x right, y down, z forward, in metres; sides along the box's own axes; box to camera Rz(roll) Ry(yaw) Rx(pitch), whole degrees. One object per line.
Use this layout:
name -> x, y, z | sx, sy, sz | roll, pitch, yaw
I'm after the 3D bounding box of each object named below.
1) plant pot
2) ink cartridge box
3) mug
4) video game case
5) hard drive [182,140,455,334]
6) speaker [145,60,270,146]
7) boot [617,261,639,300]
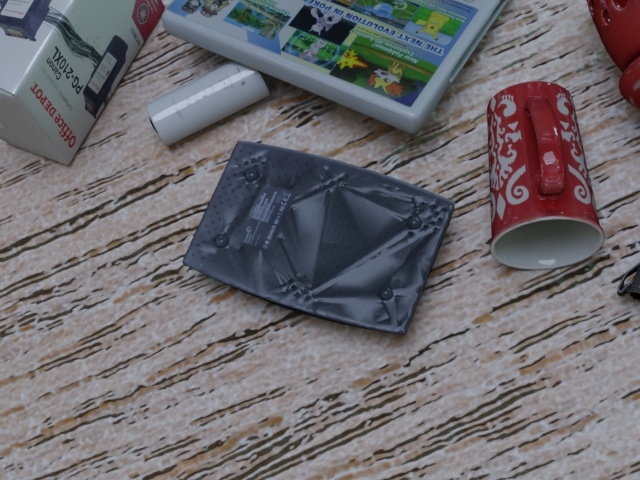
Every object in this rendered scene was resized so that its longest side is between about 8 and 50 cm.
plant pot -> 0.375, -0.231, 1.317 | 0.191, 0.191, 0.174 | -9, 73, 7
ink cartridge box -> -0.294, -0.230, 1.451 | 0.100, 0.172, 0.237 | 22, 72, 19
mug -> 0.232, -0.077, 1.303 | 0.113, 0.150, 0.169 | 11, 59, -21
video game case -> 0.036, -0.289, 1.458 | 0.329, 0.036, 0.300 | 25, 62, 20
hard drive -> 0.000, 0.000, 1.357 | 0.254, 0.054, 0.172 | 17, 71, 18
speaker -> -0.129, -0.159, 1.452 | 0.136, 0.055, 0.055 | -27, 64, -1
boot -> 0.444, -0.010, 1.267 | 0.263, 0.091, 0.229 | 10, 74, 20
